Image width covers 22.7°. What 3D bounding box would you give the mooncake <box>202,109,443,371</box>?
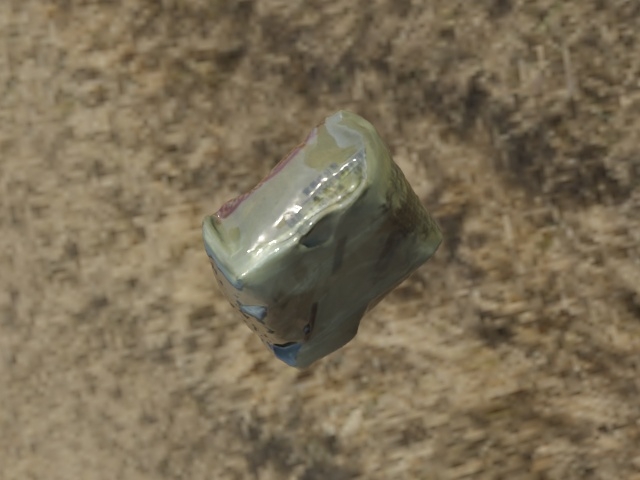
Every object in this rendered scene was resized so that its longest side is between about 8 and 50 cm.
[{"bbox_3d":[0.000,0.000,0.931,0.073,0.130,0.125,49,173,37],"label":"mooncake"}]
